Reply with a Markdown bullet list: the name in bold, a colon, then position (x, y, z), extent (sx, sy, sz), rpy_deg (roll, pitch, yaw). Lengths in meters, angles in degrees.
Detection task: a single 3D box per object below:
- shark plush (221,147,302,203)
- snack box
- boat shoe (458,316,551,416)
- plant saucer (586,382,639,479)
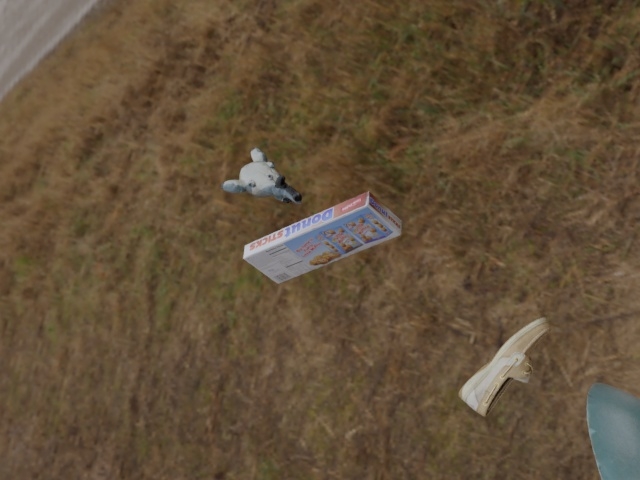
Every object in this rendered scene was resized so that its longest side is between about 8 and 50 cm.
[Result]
- **shark plush**: position (-0.060, -0.076, 1.244), extent (0.161, 0.067, 0.073), rpy_deg (4, 55, 54)
- **snack box**: position (0.000, 0.000, 1.055), extent (0.178, 0.064, 0.022), rpy_deg (-23, 45, 32)
- **boat shoe**: position (0.277, 0.184, 1.352), extent (0.170, 0.063, 0.059), rpy_deg (-48, 65, 11)
- **plant saucer**: position (0.260, 0.190, 0.696), extent (0.037, 0.195, 0.194), rpy_deg (-29, 48, 26)
